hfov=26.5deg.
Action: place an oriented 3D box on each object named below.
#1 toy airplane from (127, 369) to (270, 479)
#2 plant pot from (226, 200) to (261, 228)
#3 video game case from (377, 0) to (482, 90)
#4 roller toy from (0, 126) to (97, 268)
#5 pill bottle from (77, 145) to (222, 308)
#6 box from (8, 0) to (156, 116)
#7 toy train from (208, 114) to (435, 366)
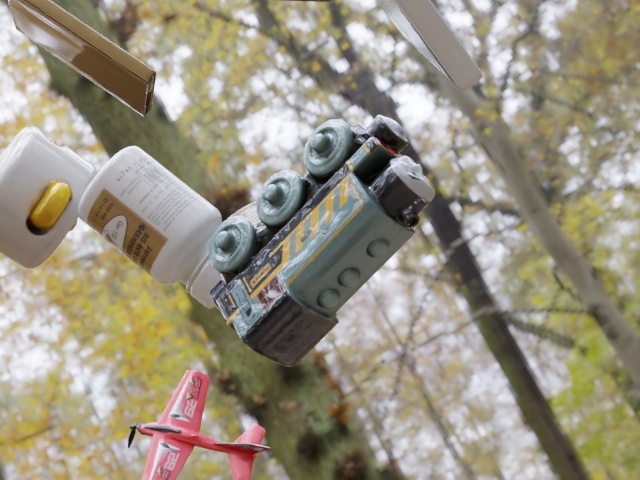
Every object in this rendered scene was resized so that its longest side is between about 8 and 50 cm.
[{"bbox_3d":[-0.119,0.198,1.349,0.151,0.151,0.028,-23,-39,-11],"label":"toy airplane"},{"bbox_3d":[-0.076,0.003,2.104,0.237,0.109,0.237,-24,-15,-7],"label":"plant pot"},{"bbox_3d":[0.034,-0.202,0.966,0.022,0.173,0.190,-38,-68,6],"label":"video game case"},{"bbox_3d":[-0.428,-0.062,2.033,0.146,0.191,0.209,34,-51,-17],"label":"roller toy"},{"bbox_3d":[-0.210,-0.014,1.876,0.131,0.229,0.131,-51,-7,-9],"label":"pill bottle"},{"bbox_3d":[-0.291,-0.233,1.654,0.021,0.201,0.164,-57,2,-12],"label":"box"},{"bbox_3d":[0.000,0.000,1.678,0.334,0.190,0.142,-45,-45,14],"label":"toy train"}]
